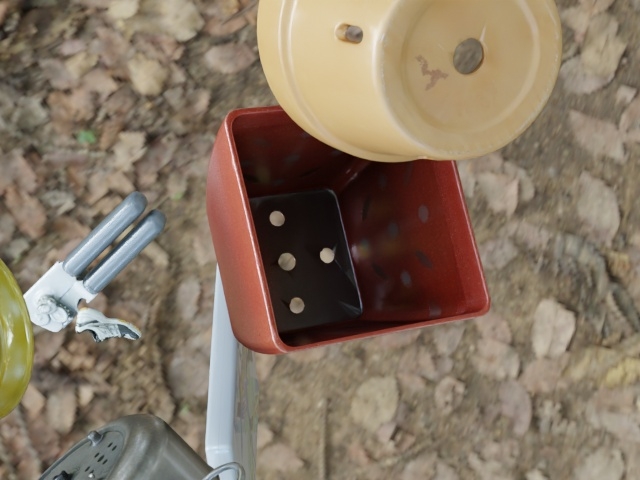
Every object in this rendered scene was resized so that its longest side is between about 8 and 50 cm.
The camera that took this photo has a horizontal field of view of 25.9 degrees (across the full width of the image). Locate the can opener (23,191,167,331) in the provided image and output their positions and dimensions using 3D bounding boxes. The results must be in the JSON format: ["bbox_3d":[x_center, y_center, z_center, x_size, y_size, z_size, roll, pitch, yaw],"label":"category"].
[{"bbox_3d":[-0.323,0.029,1.964,0.074,0.093,0.280,41,120,-13],"label":"can opener"}]

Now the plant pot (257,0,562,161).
[{"bbox_3d":[0.107,-0.201,1.383,0.291,0.203,0.291,-8,111,-21],"label":"plant pot"}]

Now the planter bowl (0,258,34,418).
[{"bbox_3d":[-0.422,0.105,1.540,0.090,0.217,0.217,-16,106,26],"label":"planter bowl"}]

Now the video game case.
[{"bbox_3d":[-0.111,0.229,1.813,0.036,0.329,0.300,-2,135,1],"label":"video game case"}]

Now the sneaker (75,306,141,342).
[{"bbox_3d":[-0.265,0.113,1.729,0.083,0.037,0.032,20,160,-15],"label":"sneaker"}]

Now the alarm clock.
[{"bbox_3d":[-0.103,0.140,0.691,0.192,0.129,0.064,-24,114,41],"label":"alarm clock"}]

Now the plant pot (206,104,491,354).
[{"bbox_3d":[0.000,0.000,1.612,0.236,0.267,0.267,-32,69,63],"label":"plant pot"}]
